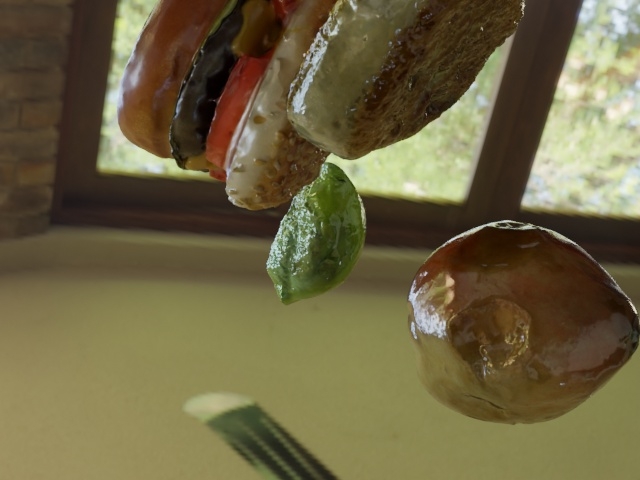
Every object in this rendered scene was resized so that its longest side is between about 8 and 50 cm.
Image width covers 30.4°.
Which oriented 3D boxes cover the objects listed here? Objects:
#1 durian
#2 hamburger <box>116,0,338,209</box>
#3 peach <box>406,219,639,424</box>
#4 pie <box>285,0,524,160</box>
[{"bbox_3d":[0.000,0.000,1.891,0.139,0.250,0.101,26,-151,-13],"label":"durian"},{"bbox_3d":[-0.076,-0.210,1.481,0.250,0.330,0.330,32,-150,8],"label":"hamburger"},{"bbox_3d":[0.210,0.092,1.199,0.214,0.214,0.235,-14,-164,-43],"label":"peach"},{"bbox_3d":[0.104,-0.203,1.253,0.315,0.315,0.092,-19,-118,-47],"label":"pie"}]
